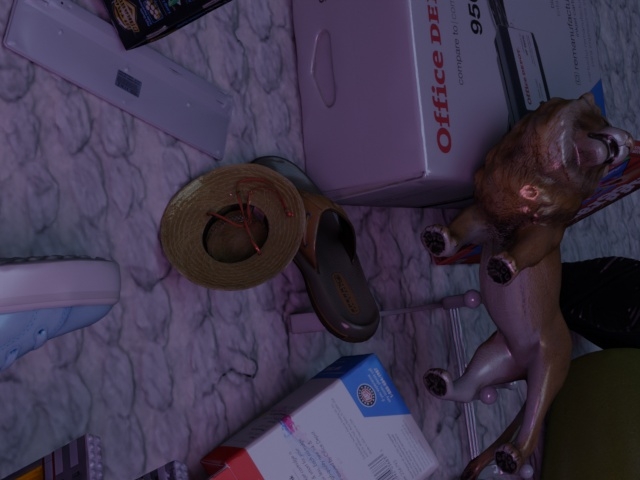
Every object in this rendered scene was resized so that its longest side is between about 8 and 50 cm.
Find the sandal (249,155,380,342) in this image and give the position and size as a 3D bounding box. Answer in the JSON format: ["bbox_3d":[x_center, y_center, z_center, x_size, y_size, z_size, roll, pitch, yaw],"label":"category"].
[{"bbox_3d":[0.000,0.000,1.106,0.090,0.060,0.219,-13,67,-38],"label":"sandal"}]

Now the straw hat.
[{"bbox_3d":[-0.081,0.000,1.060,0.061,0.145,0.144,92,15,-61],"label":"straw hat"}]

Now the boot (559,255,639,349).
[{"bbox_3d":[0.397,0.091,1.422,0.207,0.246,0.094,21,78,-39],"label":"boot"}]

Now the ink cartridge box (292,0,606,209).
[{"bbox_3d":[0.167,-0.188,1.288,0.395,0.166,0.285,-1,83,-46],"label":"ink cartridge box"}]

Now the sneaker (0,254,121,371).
[{"bbox_3d":[-0.303,0.097,0.773,0.366,0.135,0.150,-11,98,-39],"label":"sneaker"}]

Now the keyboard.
[{"bbox_3d":[-0.181,-0.157,1.030,0.256,0.014,0.072,27,68,-40],"label":"keyboard"}]

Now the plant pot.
[{"bbox_3d":[0.392,0.296,1.385,0.275,0.275,0.293,26,49,-41],"label":"plant pot"}]

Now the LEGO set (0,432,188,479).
[{"bbox_3d":[-0.197,0.223,0.654,0.331,0.192,0.255,38,33,-40],"label":"LEGO set"}]

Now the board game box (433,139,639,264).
[{"bbox_3d":[0.278,-0.040,1.294,0.145,0.281,0.027,-2,66,-47],"label":"board game box"}]

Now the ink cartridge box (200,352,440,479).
[{"bbox_3d":[-0.016,0.224,1.032,0.231,0.078,0.134,-33,97,-24],"label":"ink cartridge box"}]

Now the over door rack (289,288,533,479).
[{"bbox_3d":[0.126,0.181,1.212,0.324,0.108,0.239,-4,84,-47],"label":"over door rack"}]

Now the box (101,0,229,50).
[{"bbox_3d":[-0.151,-0.300,0.959,0.051,0.175,0.220,-36,104,-48],"label":"box"}]

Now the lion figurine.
[{"bbox_3d":[0.215,0.051,1.146,0.240,0.142,0.392,-32,133,-47],"label":"lion figurine"}]
